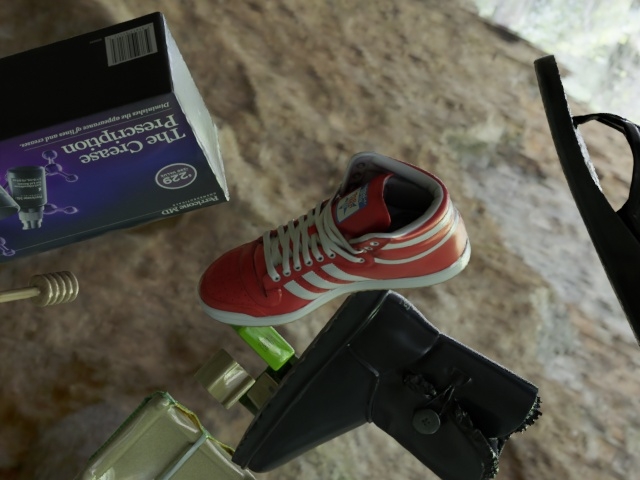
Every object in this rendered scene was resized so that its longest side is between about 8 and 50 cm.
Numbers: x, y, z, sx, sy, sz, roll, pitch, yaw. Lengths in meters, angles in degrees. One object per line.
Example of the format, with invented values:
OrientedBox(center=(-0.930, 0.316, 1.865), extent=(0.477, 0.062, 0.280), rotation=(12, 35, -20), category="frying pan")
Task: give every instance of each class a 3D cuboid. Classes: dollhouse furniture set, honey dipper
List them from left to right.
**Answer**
OrientedBox(center=(-0.280, 0.050, 1.008), extent=(0.030, 0.030, 0.160), rotation=(33, -158, 27), category="honey dipper")
OrientedBox(center=(-0.156, 0.229, 1.451), extent=(0.197, 0.301, 0.151), rotation=(48, 173, -26), category="dollhouse furniture set")

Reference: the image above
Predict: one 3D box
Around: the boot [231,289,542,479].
OrientedBox(center=(0.059, 0.175, 1.068), extent=(0.207, 0.246, 0.094), rotation=(38, -161, 1), category="boot")

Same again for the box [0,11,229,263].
OrientedBox(center=(-0.238, -0.086, 1.084), extent=(0.261, 0.184, 0.103), rotation=(-16, -119, 4), category="box")

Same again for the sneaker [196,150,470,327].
OrientedBox(center=(0.000, 0.000, 0.473), extent=(0.118, 0.067, 0.042), rotation=(-14, -117, 6), category="sneaker")

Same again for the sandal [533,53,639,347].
OrientedBox(center=(0.344, -0.002, 1.221), extent=(0.446, 0.107, 0.167), rotation=(69, -168, 13), category="sandal")
